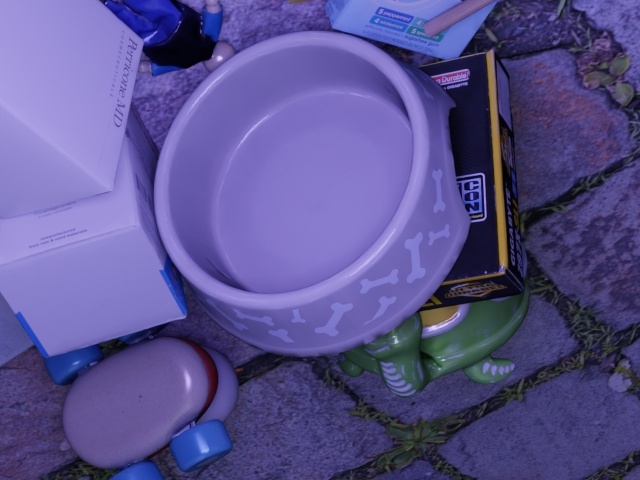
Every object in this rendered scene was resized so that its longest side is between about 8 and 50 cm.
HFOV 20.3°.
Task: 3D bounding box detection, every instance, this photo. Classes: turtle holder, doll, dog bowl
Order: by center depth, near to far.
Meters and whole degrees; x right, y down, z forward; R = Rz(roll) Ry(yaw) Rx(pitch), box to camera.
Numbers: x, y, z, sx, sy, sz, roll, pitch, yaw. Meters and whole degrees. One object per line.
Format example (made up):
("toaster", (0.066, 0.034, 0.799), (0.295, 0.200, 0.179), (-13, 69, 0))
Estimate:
("dog bowl", (-0.017, -0.060, 1.845), (0.349, 0.349, 0.102), (-26, 151, 12))
("doll", (-0.156, -0.224, 1.872), (0.129, 0.046, 0.189), (-36, 135, 24))
("turtle holder", (0.101, 0.043, 2.078), (0.320, 0.243, 0.227), (-34, 127, -36))

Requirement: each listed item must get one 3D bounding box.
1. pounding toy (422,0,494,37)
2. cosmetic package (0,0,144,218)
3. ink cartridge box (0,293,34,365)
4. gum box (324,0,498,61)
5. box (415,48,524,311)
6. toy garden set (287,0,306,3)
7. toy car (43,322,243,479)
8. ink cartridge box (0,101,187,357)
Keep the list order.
("pounding toy", (0.141, -0.278, 1.720), (0.183, 0.110, 0.237), (-29, 137, 12))
("cosmetic package", (-0.348, -0.198, 1.703), (0.155, 0.197, 0.365), (-13, 146, 32))
("ink cartridge box", (-0.440, 0.082, 2.132), (0.224, 0.045, 0.223), (-33, 136, 21))
("gum box", (0.117, -0.278, 1.828), (0.157, 0.041, 0.184), (12, 132, -29))
("box", (0.050, -0.046, 1.911), (0.322, 0.257, 0.079), (-10, 157, 21))
("toy garden set", (0.051, -0.337, 1.804), (0.204, 0.049, 0.244), (-9, 139, -8))
("toy car", (-0.192, 0.202, 2.273), (0.210, 0.219, 0.238), (-33, 165, 20))
("ink cartridge box", (-0.258, -0.031, 1.916), (0.168, 0.232, 0.171), (-17, 140, 5))
